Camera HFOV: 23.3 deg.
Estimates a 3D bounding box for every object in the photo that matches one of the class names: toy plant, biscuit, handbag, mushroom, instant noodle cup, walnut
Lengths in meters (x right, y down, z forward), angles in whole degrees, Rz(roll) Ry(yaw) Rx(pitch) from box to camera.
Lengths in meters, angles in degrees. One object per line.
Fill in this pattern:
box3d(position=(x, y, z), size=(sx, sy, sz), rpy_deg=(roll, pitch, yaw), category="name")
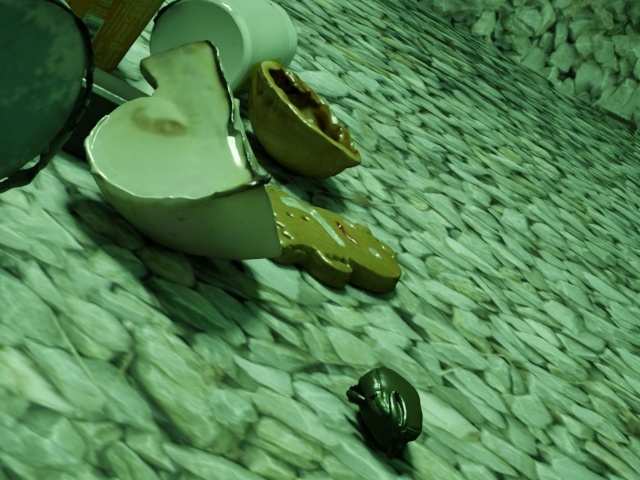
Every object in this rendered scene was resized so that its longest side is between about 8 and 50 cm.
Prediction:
box3d(position=(-0.361, -0.211, 1.298), size=(0.247, 0.247, 0.332), rpy_deg=(12, 34, -50), category="toy plant")
box3d(position=(0.002, -0.002, 1.764), size=(0.249, 0.035, 0.184), rpy_deg=(19, 21, -39), category="biscuit")
box3d(position=(0.061, 0.154, 1.404), size=(0.072, 0.047, 0.111), rpy_deg=(32, 16, -19), category="handbag")
box3d(position=(-0.138, -0.058, 1.535), size=(0.162, 0.173, 0.236), rpy_deg=(-15, 47, -4), category="mushroom")
box3d(position=(-0.285, -0.315, 1.885), size=(0.215, 0.172, 0.216), rpy_deg=(29, 17, -10), category="instant noodle cup")
box3d(position=(-0.035, -0.141, 1.991), size=(0.167, 0.087, 0.211), rpy_deg=(38, 14, -30), category="walnut")

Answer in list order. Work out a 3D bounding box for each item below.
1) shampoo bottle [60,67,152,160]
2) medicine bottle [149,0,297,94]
box3d(position=(-0.247, -0.137, 1.614), size=(0.246, 0.079, 0.080), rpy_deg=(27, 18, -19), category="shampoo bottle")
box3d(position=(-0.124, -0.267, 2.095), size=(0.143, 0.143, 0.258), rpy_deg=(34, 18, 6), category="medicine bottle")
